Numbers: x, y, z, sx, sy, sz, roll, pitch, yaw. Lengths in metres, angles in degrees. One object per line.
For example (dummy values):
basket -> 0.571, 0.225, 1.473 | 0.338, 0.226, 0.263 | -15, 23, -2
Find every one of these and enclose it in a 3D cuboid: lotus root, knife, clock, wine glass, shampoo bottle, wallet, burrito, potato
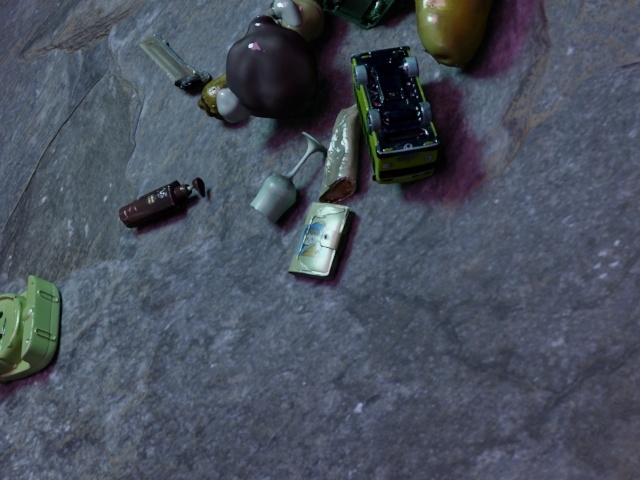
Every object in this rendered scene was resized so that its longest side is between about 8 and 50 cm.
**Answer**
lotus root -> -0.204, -0.368, 1.837 | 0.190, 0.108, 0.094 | -43, 75, -7
knife -> -0.404, -0.484, 2.080 | 0.089, 0.043, 0.365 | -26, 43, -20
clock -> -0.794, 0.243, 1.933 | 0.308, 0.096, 0.235 | -26, 55, 23
wine glass -> -0.066, -0.131, 1.627 | 0.195, 0.079, 0.079 | -52, 49, 0
shampoo bottle -> -0.377, -0.093, 1.833 | 0.236, 0.067, 0.068 | -22, 95, 26
wallet -> 0.000, 0.000, 1.538 | 0.110, 0.039, 0.155 | 6, 71, 38
burrito -> 0.049, -0.185, 1.586 | 0.087, 0.060, 0.226 | -9, 63, 42
potato -> 0.270, -0.491, 1.519 | 0.140, 0.173, 0.300 | -8, 60, 55

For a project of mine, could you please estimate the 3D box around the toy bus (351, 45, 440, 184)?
toy bus -> 0.143, -0.238, 1.488 | 0.128, 0.150, 0.262 | -9, 57, -2

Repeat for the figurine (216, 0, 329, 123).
figurine -> -0.095, -0.439, 1.711 | 0.206, 0.218, 0.365 | 13, 59, -6

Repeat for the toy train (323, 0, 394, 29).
toy train -> 0.123, -0.608, 1.629 | 0.330, 0.138, 0.178 | 136, 150, -57
